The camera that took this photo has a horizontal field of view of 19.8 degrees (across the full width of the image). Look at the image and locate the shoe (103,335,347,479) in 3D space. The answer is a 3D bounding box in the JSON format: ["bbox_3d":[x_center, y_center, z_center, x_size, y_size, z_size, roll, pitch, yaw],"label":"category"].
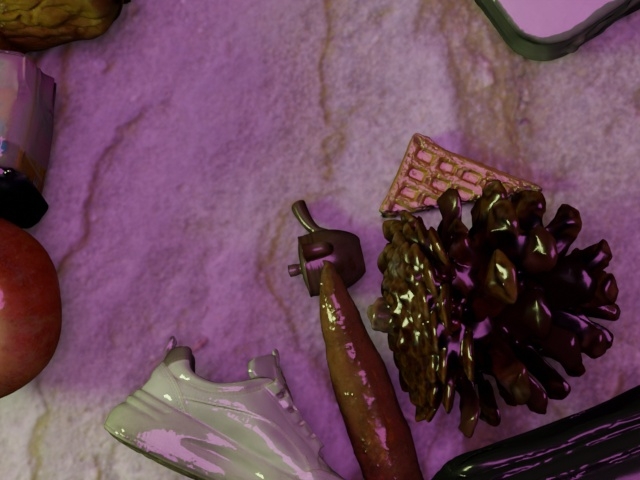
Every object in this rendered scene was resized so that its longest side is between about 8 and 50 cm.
[{"bbox_3d":[-0.054,0.194,1.882,0.316,0.124,0.159,21,78,5],"label":"shoe"}]

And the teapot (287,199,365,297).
[{"bbox_3d":[0.000,0.000,1.923,0.080,0.085,0.110,-12,63,-2],"label":"teapot"}]

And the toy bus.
[{"bbox_3d":[-0.469,-0.135,1.923,0.386,0.171,0.162,9,74,4],"label":"toy bus"}]

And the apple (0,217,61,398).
[{"bbox_3d":[-0.366,0.066,1.889,0.209,0.164,0.210,0,92,11],"label":"apple"}]

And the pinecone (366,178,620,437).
[{"bbox_3d":[0.177,0.055,1.825,0.264,0.264,0.264,0,83,3],"label":"pinecone"}]

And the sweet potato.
[{"bbox_3d":[0.049,0.170,1.885,0.072,0.066,0.314,-19,94,41],"label":"sweet potato"}]

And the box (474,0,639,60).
[{"bbox_3d":[0.275,-0.442,1.945,0.396,0.111,0.397,-34,83,-1],"label":"box"}]

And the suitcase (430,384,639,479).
[{"bbox_3d":[0.278,0.250,1.747,0.345,0.339,0.188,-20,87,0],"label":"suitcase"}]

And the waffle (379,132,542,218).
[{"bbox_3d":[0.148,-0.043,1.945,0.152,0.023,0.097,22,86,5],"label":"waffle"}]

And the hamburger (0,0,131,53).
[{"bbox_3d":[-0.295,-0.268,1.907,0.206,0.183,0.130,-18,56,1],"label":"hamburger"}]
